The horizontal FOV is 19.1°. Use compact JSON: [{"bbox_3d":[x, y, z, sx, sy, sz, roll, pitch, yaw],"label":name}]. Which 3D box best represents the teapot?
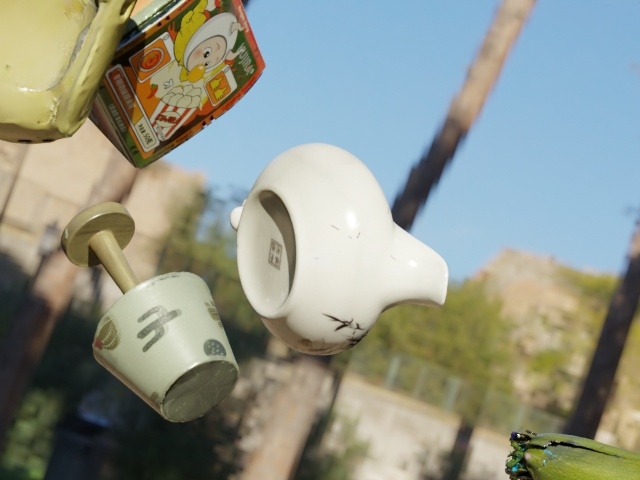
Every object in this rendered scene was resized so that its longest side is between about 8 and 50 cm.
[{"bbox_3d":[0.000,0.000,1.910,0.165,0.208,0.300,-10,23,-16],"label":"teapot"}]

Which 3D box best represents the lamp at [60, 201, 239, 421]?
[{"bbox_3d":[-0.160,0.061,1.714,0.215,0.121,0.121,54,12,32],"label":"lamp"}]

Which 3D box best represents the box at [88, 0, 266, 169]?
[{"bbox_3d":[-0.175,-0.207,1.871,0.148,0.177,0.195,45,-12,27],"label":"box"}]

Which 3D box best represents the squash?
[{"bbox_3d":[0.213,0.168,1.334,0.183,0.052,0.052,13,-11,28],"label":"squash"}]

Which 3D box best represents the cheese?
[{"bbox_3d":[-0.301,-0.239,1.634,0.315,0.260,0.128,25,0,8],"label":"cheese"}]
